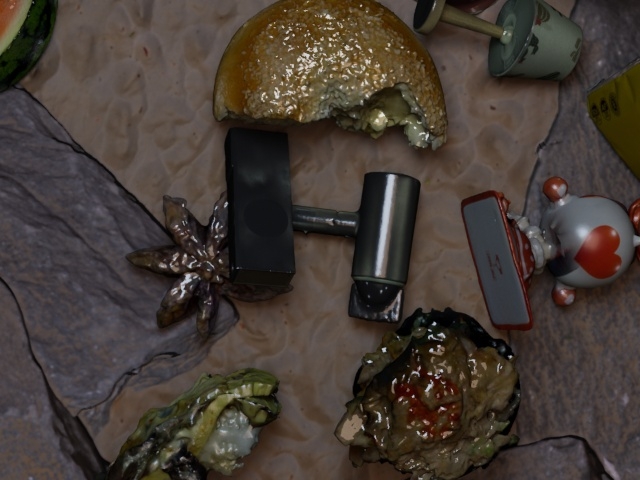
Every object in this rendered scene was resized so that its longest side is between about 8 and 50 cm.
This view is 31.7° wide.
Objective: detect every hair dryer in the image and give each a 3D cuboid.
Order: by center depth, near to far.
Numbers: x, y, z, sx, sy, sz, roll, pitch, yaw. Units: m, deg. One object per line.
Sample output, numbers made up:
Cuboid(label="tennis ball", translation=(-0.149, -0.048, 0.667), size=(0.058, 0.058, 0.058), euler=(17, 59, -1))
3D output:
Cuboid(label="hair dryer", translation=(0.000, 0.000, 1.512), size=(0.248, 0.078, 0.195), euler=(7, 82, 12))

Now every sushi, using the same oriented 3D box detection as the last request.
Cuboid(label="sushi", translation=(0.150, 0.205, 1.431), size=(0.225, 0.219, 0.238), euler=(19, 88, 4))
Cuboid(label="sushi", translation=(-0.173, 0.265, 1.480), size=(0.291, 0.139, 0.131), euler=(-41, 95, 9))

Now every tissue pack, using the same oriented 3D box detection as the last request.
Cuboid(label="tissue pack", translation=(0.466, -0.164, 1.420), size=(0.134, 0.271, 0.192), euler=(-36, 89, -6))

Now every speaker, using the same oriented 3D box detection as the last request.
Cuboid(label="speaker", translation=(-0.081, -0.046, 1.461), size=(0.082, 0.044, 0.218), euler=(6, 57, -16))

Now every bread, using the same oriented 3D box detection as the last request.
Cuboid(label="bread", translation=(0.022, -0.230, 1.465), size=(0.314, 0.171, 0.192), euler=(8, 92, -1))

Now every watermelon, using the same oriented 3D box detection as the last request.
Cuboid(label="watermelon", translation=(-0.439, -0.277, 1.521), size=(0.119, 0.063, 0.245), euler=(40, 94, 19))

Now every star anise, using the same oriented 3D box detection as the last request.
Cuboid(label="star anise", translation=(-0.154, 0.021, 1.497), size=(0.212, 0.073, 0.197), euler=(-31, 86, 6))

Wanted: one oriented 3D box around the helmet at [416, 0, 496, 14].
Cuboid(label="helmet", translation=(0.179, -0.386, 1.504), size=(0.155, 0.106, 0.175), euler=(-40, 93, -1))

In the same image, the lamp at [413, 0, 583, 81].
Cuboid(label="lamp", translation=(0.234, -0.279, 1.481), size=(0.214, 0.121, 0.121), euler=(17, 88, -16))

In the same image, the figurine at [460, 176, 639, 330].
Cuboid(label="figurine", translation=(0.331, 0.001, 1.484), size=(0.226, 0.160, 0.183), euler=(-15, 89, -10))
